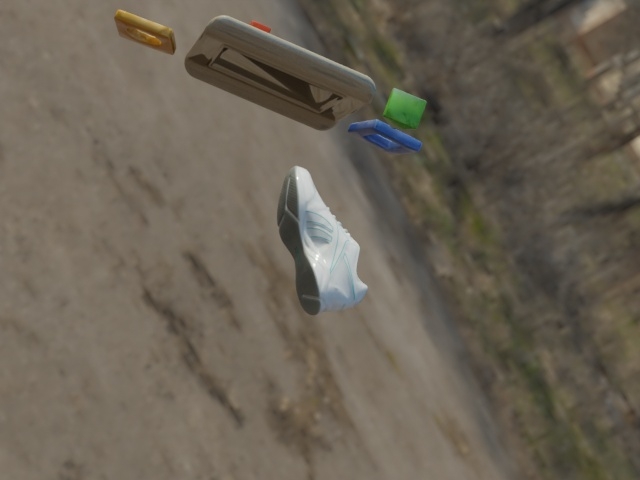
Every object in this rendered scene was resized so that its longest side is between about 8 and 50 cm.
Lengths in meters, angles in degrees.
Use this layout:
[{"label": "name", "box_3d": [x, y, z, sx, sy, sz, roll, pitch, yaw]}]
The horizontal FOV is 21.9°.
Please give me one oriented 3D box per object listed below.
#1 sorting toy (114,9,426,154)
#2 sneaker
[{"label": "sorting toy", "box_3d": [-0.043, -0.181, 1.710, 0.348, 0.047, 0.196, 22, -11, -10]}, {"label": "sneaker", "box_3d": [0.000, 0.000, 1.558, 0.061, 0.053, 0.152, -3, 65, -26]}]
